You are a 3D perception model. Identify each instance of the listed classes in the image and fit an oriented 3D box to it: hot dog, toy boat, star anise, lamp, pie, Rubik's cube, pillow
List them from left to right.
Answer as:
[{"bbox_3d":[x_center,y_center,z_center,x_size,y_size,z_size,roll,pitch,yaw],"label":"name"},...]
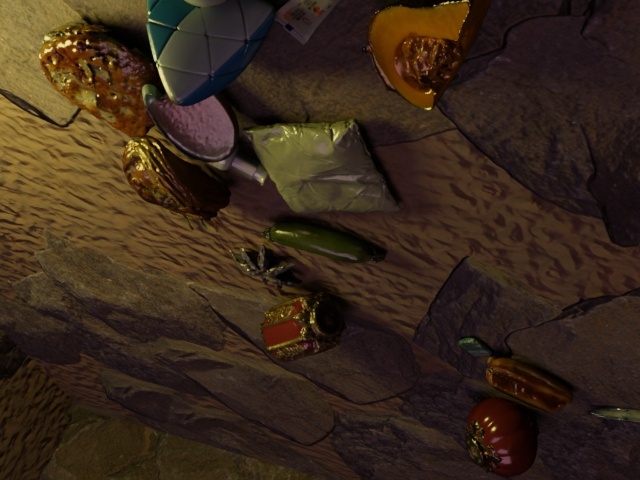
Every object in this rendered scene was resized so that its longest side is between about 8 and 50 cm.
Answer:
[{"bbox_3d":[-0.463,-0.352,1.847,0.308,0.086,0.308,18,150,11],"label":"pie"},{"bbox_3d":[-0.341,-0.135,2.017,0.196,0.122,0.272,8,162,43],"label":"hot dog"},{"bbox_3d":[-0.263,-0.265,1.826,0.155,0.085,0.227,-36,113,13],"label":"toy boat"},{"bbox_3d":[-0.219,-0.323,1.590,0.254,0.254,0.254,18,149,11],"label":"Rubik's cube"},{"bbox_3d":[-0.143,0.071,2.303,0.204,0.061,0.180,32,149,-11],"label":"star anise"},{"bbox_3d":[-0.051,0.239,2.385,0.177,0.177,0.274,38,145,-22],"label":"lamp"},{"bbox_3d":[0.001,-0.145,1.848,0.274,0.076,0.281,2,143,30],"label":"pillow"},{"bbox_3d":[0.516,0.549,2.443,0.226,0.227,0.227,18,149,11],"label":"lamp"},{"bbox_3d":[0.545,0.371,2.269,0.249,0.068,0.100,26,127,-12],"label":"hot dog"}]

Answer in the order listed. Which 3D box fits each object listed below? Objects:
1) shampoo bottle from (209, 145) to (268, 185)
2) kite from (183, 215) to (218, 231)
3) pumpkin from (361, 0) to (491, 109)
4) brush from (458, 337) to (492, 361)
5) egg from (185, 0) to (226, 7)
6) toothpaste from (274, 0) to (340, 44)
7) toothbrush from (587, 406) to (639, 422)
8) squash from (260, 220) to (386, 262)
[{"bbox_3d":[-0.203,-0.188,1.931,0.192,0.074,0.074,26,150,-5],"label":"shampoo bottle"},{"bbox_3d":[-0.342,-0.116,2.205,0.152,0.015,0.285,11,145,27],"label":"kite"},{"bbox_3d":[0.170,-0.353,1.400,0.163,0.111,0.278,36,153,11],"label":"pumpkin"},{"bbox_3d":[0.445,0.315,2.301,0.196,0.021,0.070,41,148,-26],"label":"brush"},{"bbox_3d":[-0.180,-0.463,1.442,0.164,0.131,0.131,-30,124,25],"label":"egg"},{"bbox_3d":[0.014,-0.418,1.443,0.056,0.058,0.314,-11,172,-31],"label":"toothpaste"},{"bbox_3d":[0.878,0.454,2.193,0.413,0.035,0.042,0,145,35],"label":"toothbrush"},{"bbox_3d":[0.000,0.000,2.085,0.318,0.071,0.080,13,-171,15],"label":"squash"}]
